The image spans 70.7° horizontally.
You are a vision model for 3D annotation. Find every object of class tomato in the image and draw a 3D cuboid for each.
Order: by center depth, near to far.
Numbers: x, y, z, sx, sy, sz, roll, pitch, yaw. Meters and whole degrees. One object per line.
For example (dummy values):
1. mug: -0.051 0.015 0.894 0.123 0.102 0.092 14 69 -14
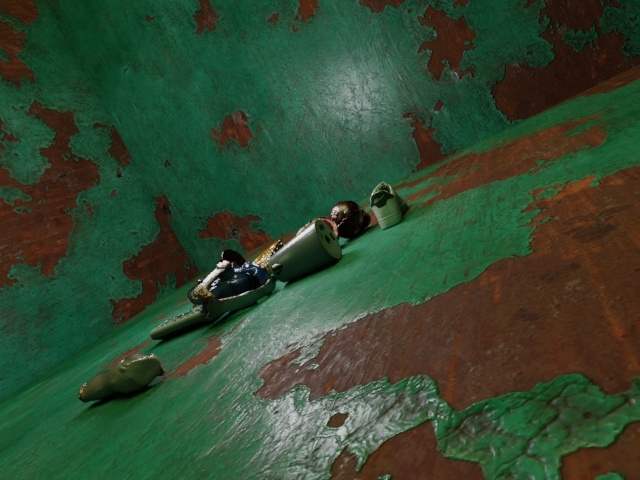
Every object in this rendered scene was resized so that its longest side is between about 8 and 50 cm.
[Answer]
1. tomato: 0.000 0.000 1.853 0.189 0.173 0.099 -35 -36 7

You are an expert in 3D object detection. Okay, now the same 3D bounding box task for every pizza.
1. pizza: -0.236 0.117 1.940 0.289 0.081 0.228 -46 16 -15

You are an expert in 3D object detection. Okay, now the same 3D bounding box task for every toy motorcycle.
1. toy motorcycle: -0.310 0.188 1.662 0.319 0.241 0.182 -28 -34 -35

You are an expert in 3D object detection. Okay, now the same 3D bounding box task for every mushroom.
1. mushroom: -0.577 0.398 1.297 0.351 0.097 0.109 -28 3 33

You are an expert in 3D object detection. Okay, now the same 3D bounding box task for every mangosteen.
1. mangosteen: 0.130 -0.089 1.916 0.180 0.166 0.166 -1 -9 -32

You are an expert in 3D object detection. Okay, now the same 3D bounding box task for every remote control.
1. remote control: -0.527 0.318 1.781 0.335 0.066 0.128 -24 6 28

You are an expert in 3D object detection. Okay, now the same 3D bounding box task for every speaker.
1. speaker: -0.507 0.236 2.211 0.329 0.198 0.259 -41 43 15

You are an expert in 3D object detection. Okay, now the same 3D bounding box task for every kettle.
1. kettle: -0.055 0.046 1.662 0.243 0.160 0.210 -31 -1 24

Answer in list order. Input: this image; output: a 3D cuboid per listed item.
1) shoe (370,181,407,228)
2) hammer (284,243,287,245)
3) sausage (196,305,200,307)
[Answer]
1. shoe: 0.269 -0.162 1.852 0.131 0.160 0.363 -24 8 17
2. hammer: -0.080 0.057 1.987 0.242 0.095 0.409 -26 12 12
3. sausage: -0.498 0.288 2.018 0.147 0.035 0.030 -27 26 18
